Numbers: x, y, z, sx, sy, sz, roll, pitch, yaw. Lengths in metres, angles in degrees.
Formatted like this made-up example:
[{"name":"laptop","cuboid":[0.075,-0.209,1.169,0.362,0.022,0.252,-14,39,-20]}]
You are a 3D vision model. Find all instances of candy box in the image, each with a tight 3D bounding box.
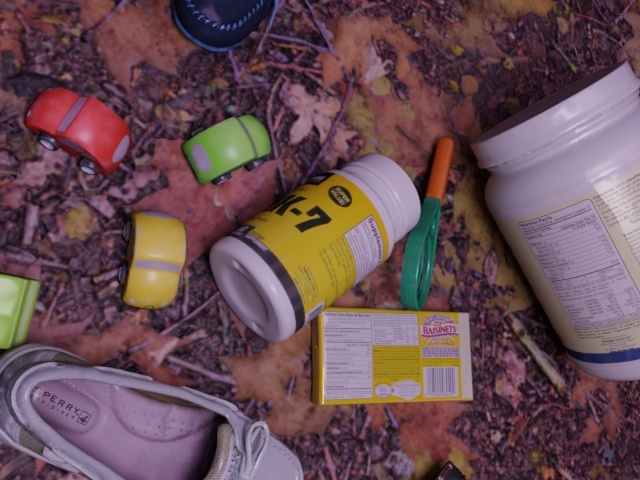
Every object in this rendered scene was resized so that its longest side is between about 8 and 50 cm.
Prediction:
[{"name":"candy box","cuboid":[0.085,0.132,0.773,0.206,0.027,0.105,6,75,-27]}]

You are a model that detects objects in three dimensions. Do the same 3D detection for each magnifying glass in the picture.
[{"name":"magnifying glass","cuboid":[0.129,-0.025,0.808,0.026,0.092,0.231,8,61,20]}]

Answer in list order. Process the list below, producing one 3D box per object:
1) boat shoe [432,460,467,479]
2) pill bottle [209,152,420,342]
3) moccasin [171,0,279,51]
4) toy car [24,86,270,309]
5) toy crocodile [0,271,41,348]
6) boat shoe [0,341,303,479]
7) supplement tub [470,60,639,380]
[{"name":"boat shoe","cuboid":[0.107,0.295,0.745,0.133,0.049,0.042,-31,67,-22]},{"name":"pill bottle","cuboid":[0.000,0.000,0.702,0.208,0.119,0.119,-36,98,-29]},{"name":"moccasin","cuboid":[-0.065,-0.369,0.740,0.138,0.117,0.342,26,69,-21]},{"name":"toy car","cuboid":[-0.140,-0.076,0.681,0.225,0.053,0.239,-29,94,-29]},{"name":"toy crocodile","cuboid":[-0.395,0.028,0.509,0.340,0.105,0.115,10,87,-29]},{"name":"boat shoe","cuboid":[-0.131,0.182,0.592,0.320,0.103,0.118,37,65,-30]},{"name":"supplement tub","cuboid":[0.347,-0.024,0.820,0.235,0.235,0.325,-33,96,-28]}]
